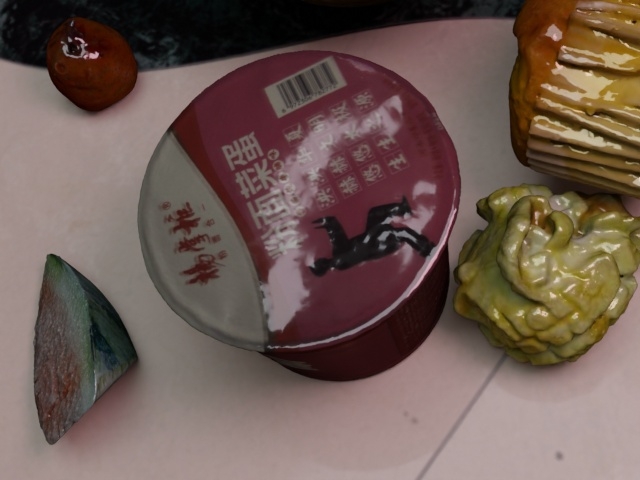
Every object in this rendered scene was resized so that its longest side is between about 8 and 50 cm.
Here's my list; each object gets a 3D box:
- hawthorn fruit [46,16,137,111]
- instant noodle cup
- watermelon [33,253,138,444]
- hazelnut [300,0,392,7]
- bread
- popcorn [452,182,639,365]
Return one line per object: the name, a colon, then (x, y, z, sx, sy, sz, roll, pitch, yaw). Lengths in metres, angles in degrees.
hawthorn fruit: (-0.209, -0.164, 1.092, 0.081, 0.093, 0.081, -3, 66, 7)
instant noodle cup: (0.000, 0.000, 0.928, 0.234, 0.178, 0.235, -5, 66, 12)
watermelon: (-0.200, 0.086, 0.997, 0.094, 0.081, 0.180, -24, 47, 17)
hazelnut: (0.000, -0.380, 0.965, 0.353, 0.421, 0.421, -34, 60, 30)
bread: (0.246, -0.164, 0.929, 0.156, 0.204, 0.288, 23, 54, 19)
popcorn: (0.171, 0.025, 0.929, 0.141, 0.162, 0.136, 6, 102, 38)
